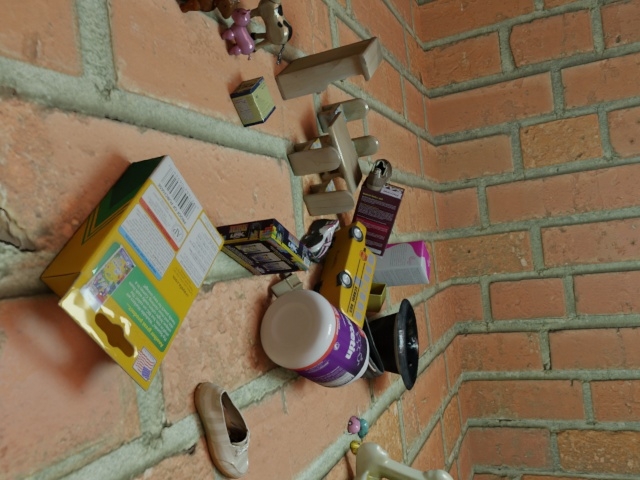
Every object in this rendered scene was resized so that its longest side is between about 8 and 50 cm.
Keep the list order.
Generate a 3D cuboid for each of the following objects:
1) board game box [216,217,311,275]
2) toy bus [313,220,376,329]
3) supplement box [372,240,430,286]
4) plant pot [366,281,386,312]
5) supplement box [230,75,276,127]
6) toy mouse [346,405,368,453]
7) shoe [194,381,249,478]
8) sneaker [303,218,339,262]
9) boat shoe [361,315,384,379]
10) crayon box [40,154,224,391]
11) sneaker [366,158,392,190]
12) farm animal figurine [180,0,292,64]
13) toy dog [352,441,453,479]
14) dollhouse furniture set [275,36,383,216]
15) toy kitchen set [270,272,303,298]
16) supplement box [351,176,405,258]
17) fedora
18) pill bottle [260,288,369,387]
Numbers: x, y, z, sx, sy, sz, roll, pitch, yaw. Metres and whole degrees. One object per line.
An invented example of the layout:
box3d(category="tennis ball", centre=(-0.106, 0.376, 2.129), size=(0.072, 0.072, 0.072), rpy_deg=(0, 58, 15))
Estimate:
box3d(category="board game box", centre=(-0.119, 0.018, 1.143), size=(0.170, 0.141, 0.048), rpy_deg=(46, 45, -53))
box3d(category="toy bus", centre=(0.076, 0.103, 1.539), size=(0.130, 0.108, 0.332), rpy_deg=(41, 43, -24))
box3d(category="supplement box", centre=(0.258, 0.084, 1.856), size=(0.114, 0.220, 0.111), rpy_deg=(58, 35, -43))
box3d(category="plant pot", centre=(0.179, 0.198, 1.830), size=(0.081, 0.082, 0.083), rpy_deg=(-54, 144, -57))
box3d(category="supplement box", centre=(-0.156, -0.324, 1.257), size=(0.083, 0.056, 0.083), rpy_deg=(-67, 142, -48))
box3d(category="toy mouse", centre=(0.120, 0.576, 1.647), size=(0.161, 0.031, 0.143), rpy_deg=(55, 36, -46))
box3d(category="shoe", centre=(-0.176, 0.367, 1.023), size=(0.076, 0.058, 0.218), rpy_deg=(-52, 130, -57))
box3d(category="sneaker", centre=(0.000, 0.000, 1.519), size=(0.178, 0.072, 0.077), rpy_deg=(-48, 139, -49))
box3d(category="boat shoe", centre=(0.123, 0.273, 1.658), size=(0.112, 0.096, 0.334), rpy_deg=(-42, 122, -61))
box3d(category="crayon box", centre=(-0.285, 0.043, 0.843), size=(0.322, 0.083, 0.203), rpy_deg=(-72, 146, -44))
box3d(category="sneaker", centre=(0.189, -0.218, 1.636), size=(0.188, 0.066, 0.071), rpy_deg=(-64, 172, -55))
box3d(category="farm animal figurine", centre=(-0.162, -0.583, 1.173), size=(0.330, 0.172, 0.326), rpy_deg=(-12, 94, -66))
box3d(category="toy dog", centre=(0.141, 0.809, 1.411), size=(0.395, 0.285, 0.408), rpy_deg=(-67, 171, 28))
box3d(category="dollhouse furniture set", centre=(0.078, -0.332, 1.532), size=(0.362, 0.257, 0.394), rpy_deg=(-63, 139, -51))
box3d(category="toy kitchen set", centre=(-0.093, 0.112, 1.320), size=(0.068, 0.075, 0.083), rpy_deg=(52, -23, 19))
box3d(category="supplement box", centre=(0.169, -0.069, 1.696), size=(0.073, 0.130, 0.239), rpy_deg=(-62, 169, -51))
box3d(category="fedora", centre=(0.236, 0.349, 1.812), size=(0.334, 0.153, 0.333), rpy_deg=(-4, 90, -72))
box3d(category="pill bottle", centre=(0.004, 0.250, 1.301), size=(0.323, 0.182, 0.181), rpy_deg=(45, 44, -54))
